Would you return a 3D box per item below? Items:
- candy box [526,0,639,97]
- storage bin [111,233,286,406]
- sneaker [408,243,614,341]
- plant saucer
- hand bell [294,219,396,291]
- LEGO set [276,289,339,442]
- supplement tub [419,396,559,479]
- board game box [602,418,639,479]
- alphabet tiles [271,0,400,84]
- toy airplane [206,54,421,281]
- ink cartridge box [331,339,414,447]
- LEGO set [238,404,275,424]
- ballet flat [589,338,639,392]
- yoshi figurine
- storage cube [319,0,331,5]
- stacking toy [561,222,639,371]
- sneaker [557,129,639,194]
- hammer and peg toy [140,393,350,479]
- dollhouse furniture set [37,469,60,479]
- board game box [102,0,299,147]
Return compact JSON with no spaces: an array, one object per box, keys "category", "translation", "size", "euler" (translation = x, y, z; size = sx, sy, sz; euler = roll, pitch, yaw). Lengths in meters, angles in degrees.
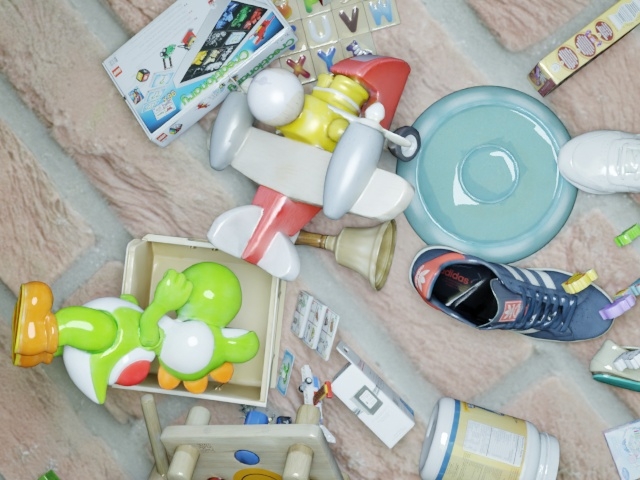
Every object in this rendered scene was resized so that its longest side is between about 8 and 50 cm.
[{"category":"candy box","translation":[0.441,-0.323,1.233],"size":[0.186,0.109,0.053],"euler":[-38,87,3]},{"category":"storage bin","translation":[-0.199,0.130,1.281],"size":[0.262,0.123,0.260],"euler":[6,90,6]},{"category":"sneaker","translation":[0.316,0.104,1.206],"size":[0.350,0.148,0.131],"euler":[12,102,1]},{"category":"plant saucer","translation":[0.289,-0.113,1.280],"size":[0.317,0.044,0.318],"euler":[0,90,6]},{"category":"hand bell","translation":[0.000,0.000,1.290],"size":[0.242,0.126,0.126],"euler":[13,91,18]},{"category":"LEGO set","translation":[-0.015,0.223,1.252],"size":[0.060,0.182,0.244],"euler":[12,95,-22]},{"category":"supplement tub","translation":[0.276,0.354,1.225],"size":[0.199,0.144,0.144],"euler":[16,91,5]},{"category":"board game box","translation":[0.541,0.355,1.263],"size":[0.090,0.020,0.090],"euler":[-20,88,4]},{"category":"alphabet tiles","translation":[-0.021,-0.458,1.326],"size":[0.285,0.011,0.343],"euler":[-14,88,5]},{"category":"toy airplane","translation":[-0.043,-0.135,1.146],"size":[0.386,0.384,0.272],"euler":[-17,132,20]},{"category":"ink cartridge box","translation":[0.076,0.258,1.265],"size":[0.180,0.104,0.060],"euler":[44,94,5]},{"category":"LEGO set","translation":[-0.120,0.300,1.322],"size":[0.083,0.023,0.054],"euler":[21,91,5]},{"category":"ballet flat","translation":[0.578,0.230,1.236],"size":[0.248,0.086,0.086],"euler":[20,91,6]},{"category":"yoshi figurine","translation":[-0.268,0.107,1.126],"size":[0.362,0.203,0.203],"euler":[6,118,-24]},{"category":"storage cube","translation":[0.024,-0.534,1.215],"size":[0.183,0.215,0.193],"euler":[-33,93,3]},{"category":"stacking toy","translation":[0.509,0.087,1.208],"size":[0.221,0.052,0.167],"euler":[-32,88,-29]},{"category":"sneaker","translation":[0.544,-0.133,1.196],"size":[0.305,0.152,0.114],"euler":[5,84,2]},{"category":"hammer and peg toy","translation":[-0.142,0.368,1.155],"size":[0.361,0.127,0.266],"euler":[-4,130,17]},{"category":"dollhouse furniture set","translation":[-0.526,0.482,1.332],"size":[0.151,0.076,0.058],"euler":[-39,86,3]},{"category":"board game box","translation":[-0.213,-0.330,1.292],"size":[0.305,0.053,0.193],"euler":[-37,70,6]}]
